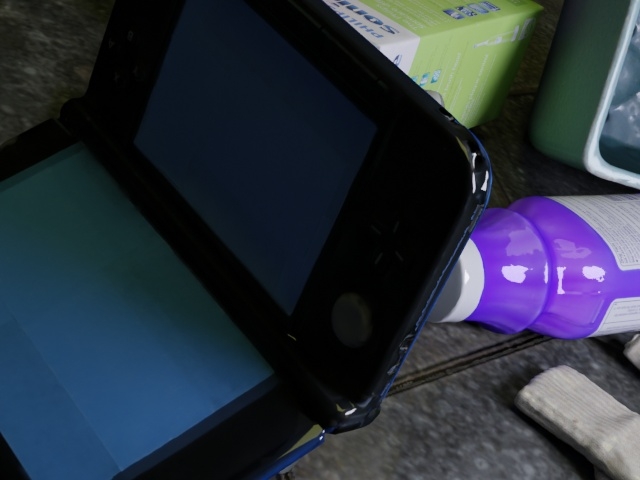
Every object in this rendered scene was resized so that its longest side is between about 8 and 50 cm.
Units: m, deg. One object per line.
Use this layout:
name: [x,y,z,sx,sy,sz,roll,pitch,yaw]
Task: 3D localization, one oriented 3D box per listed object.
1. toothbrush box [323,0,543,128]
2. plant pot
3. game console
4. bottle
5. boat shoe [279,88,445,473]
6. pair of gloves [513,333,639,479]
toothbrush box: [0.029,-0.179,1.153,0.206,0.122,0.283,32,29,23]
plant pot: [0.325,-0.157,1.235,0.247,0.248,0.252,16,2,-17]
game console: [-0.098,-0.017,0.701,0.173,0.250,0.293,-9,44,-43]
bottle: [0.186,0.020,1.016,0.283,0.092,0.118,-3,35,-39]
boat shoe: [-0.001,0.003,0.851,0.103,0.118,0.320,22,50,8]
pair of gloves: [0.275,0.141,0.952,0.240,0.042,0.204,-10,46,-46]
